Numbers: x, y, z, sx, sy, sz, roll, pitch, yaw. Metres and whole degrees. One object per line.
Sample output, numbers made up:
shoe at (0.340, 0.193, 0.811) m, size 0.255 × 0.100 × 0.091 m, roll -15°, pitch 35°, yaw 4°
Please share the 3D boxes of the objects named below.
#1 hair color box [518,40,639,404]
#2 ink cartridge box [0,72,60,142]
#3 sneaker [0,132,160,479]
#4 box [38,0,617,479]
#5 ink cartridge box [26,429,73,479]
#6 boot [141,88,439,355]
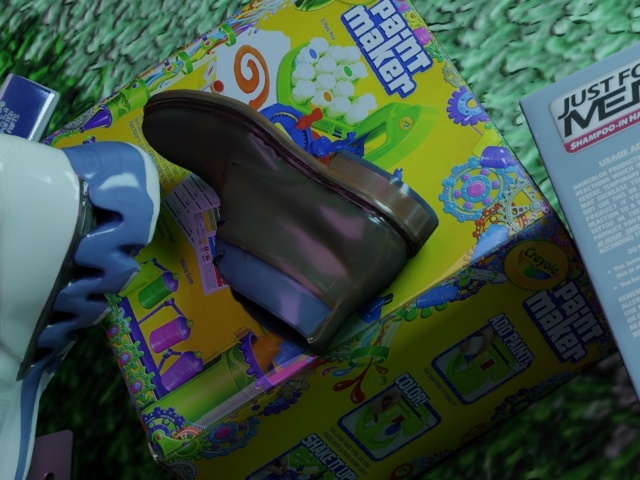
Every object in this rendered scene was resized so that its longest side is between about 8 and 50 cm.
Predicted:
hair color box at (0.241, 0.080, 0.943) m, size 0.113 × 0.185 × 0.374 m, roll -25°, pitch 52°, yaw 13°
ink cartridge box at (-0.266, 0.011, 1.249) m, size 0.045 × 0.224 × 0.223 m, roll 25°, pitch 68°, yaw -6°
sneaker at (-0.249, 0.052, 1.032) m, size 0.315 × 0.182 × 0.127 m, roll -62°, pitch 34°, yaw 12°
box at (0.000, 0.000, 1.127) m, size 0.279 × 0.177 × 0.290 m, roll -33°, pitch 50°, yaw 6°
ink cartridge box at (-0.275, 0.188, 1.227) m, size 0.181 × 0.061 × 0.104 m, roll -14°, pitch 56°, yaw 19°
boot at (-0.047, -0.016, 0.995) m, size 0.219 × 0.082 × 0.106 m, roll 24°, pitch 70°, yaw 35°
